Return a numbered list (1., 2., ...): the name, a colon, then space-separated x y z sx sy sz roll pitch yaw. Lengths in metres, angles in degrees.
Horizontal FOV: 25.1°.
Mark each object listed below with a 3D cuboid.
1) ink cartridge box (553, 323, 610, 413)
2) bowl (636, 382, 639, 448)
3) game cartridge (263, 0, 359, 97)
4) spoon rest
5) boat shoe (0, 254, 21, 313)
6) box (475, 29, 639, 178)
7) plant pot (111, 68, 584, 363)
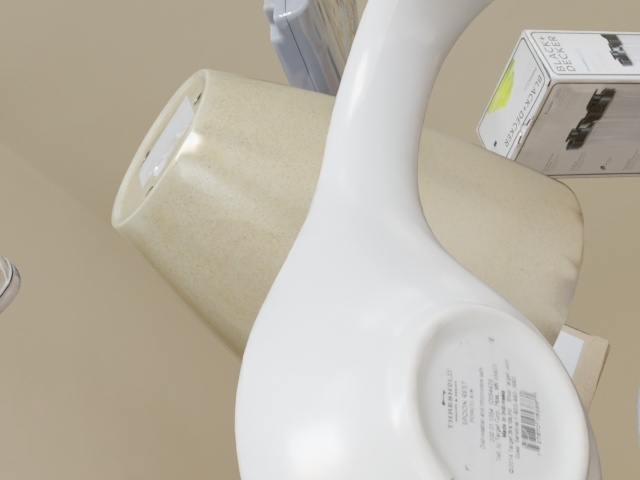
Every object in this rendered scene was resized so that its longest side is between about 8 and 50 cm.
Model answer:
1. ink cartridge box: 0.140 0.126 1.436 0.235 0.088 0.193 24 -29 0
2. bowl: 0.338 0.094 1.013 0.298 0.134 0.297 -9 -57 -14
3. game cartridge: -0.006 -0.261 1.513 0.062 0.297 0.198 -14 -42 15
4. spoon rest: 0.038 0.013 0.495 0.137 0.276 0.084 21 -33 -26
5. boat shoe: -0.184 0.042 0.668 0.100 0.035 0.035 -47 -38 -8
6. box: 0.350 -0.160 1.709 0.290 0.087 0.169 -3 -40 -22
7. plant pot: 0.000 0.000 1.030 0.274 0.256 0.256 30 -46 -18
